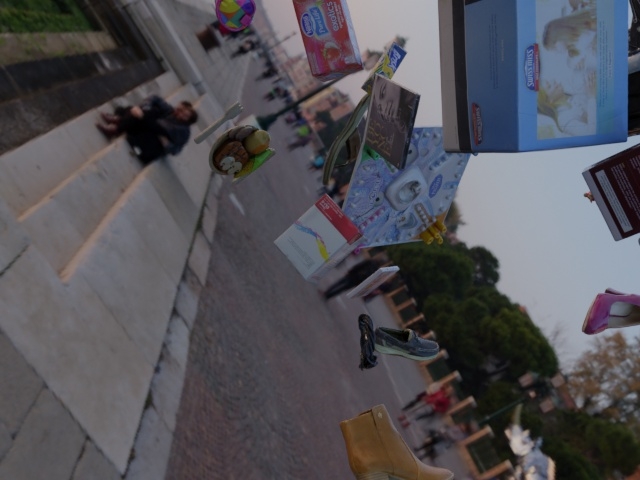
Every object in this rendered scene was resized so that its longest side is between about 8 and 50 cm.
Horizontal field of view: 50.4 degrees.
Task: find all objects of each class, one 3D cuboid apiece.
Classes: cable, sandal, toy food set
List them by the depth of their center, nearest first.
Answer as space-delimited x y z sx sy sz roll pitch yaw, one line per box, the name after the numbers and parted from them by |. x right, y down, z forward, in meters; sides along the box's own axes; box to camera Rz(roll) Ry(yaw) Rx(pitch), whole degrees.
-0.158 -0.175 1.340 0.038 0.132 0.192 51 0 30 | toy food set
0.120 0.278 1.859 0.184 0.047 0.151 96 -13 -77 | cable
0.091 -0.290 2.000 0.086 0.303 0.120 31 5 -5 | sandal

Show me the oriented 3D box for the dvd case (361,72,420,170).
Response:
0.151 -0.268 1.510 0.221 0.018 0.165 -127 -137 -60 | dvd case

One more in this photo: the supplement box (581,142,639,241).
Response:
0.558 -0.107 1.078 0.130 0.239 0.073 64 27 0 | supplement box

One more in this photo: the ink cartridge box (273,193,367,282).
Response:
0.000 0.000 1.649 0.127 0.176 0.128 48 4 13 | ink cartridge box

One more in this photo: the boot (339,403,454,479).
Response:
0.181 0.482 1.577 0.295 0.104 0.211 3 62 -42 | boot

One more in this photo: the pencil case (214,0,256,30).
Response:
-0.210 -0.592 1.681 0.104 0.104 0.236 58 12 -31 | pencil case

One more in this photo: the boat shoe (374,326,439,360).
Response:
0.252 0.296 1.983 0.080 0.223 0.074 -110 -146 -59 | boat shoe

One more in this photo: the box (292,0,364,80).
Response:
0.015 -0.551 1.744 0.128 0.122 0.257 -25 101 -76 | box

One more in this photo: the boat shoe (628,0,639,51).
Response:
0.741 -0.466 1.541 0.108 0.102 0.301 -31 94 -53 | boat shoe

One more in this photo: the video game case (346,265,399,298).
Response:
0.174 0.139 2.251 0.019 0.157 0.143 57 24 16 | video game case

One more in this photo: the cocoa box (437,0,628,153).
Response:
0.352 -0.327 1.145 0.228 0.231 0.348 -160 -116 -67 | cocoa box

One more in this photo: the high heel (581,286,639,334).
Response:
0.627 0.163 1.419 0.117 0.082 0.244 26 20 29 | high heel

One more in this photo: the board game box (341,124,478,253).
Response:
0.247 -0.135 1.893 0.050 0.389 0.390 52 -43 41 | board game box

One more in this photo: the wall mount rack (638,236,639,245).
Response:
1.027 0.014 1.774 0.131 0.304 0.350 55 17 -29 | wall mount rack

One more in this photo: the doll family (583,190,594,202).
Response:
0.852 -0.120 1.818 0.262 0.119 0.163 21 30 9 | doll family

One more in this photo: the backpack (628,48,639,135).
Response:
0.820 -0.400 1.800 0.290 0.355 0.274 34 43 -37 | backpack

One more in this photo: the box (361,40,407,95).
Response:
0.180 -0.480 1.910 0.054 0.169 0.059 36 -30 -10 | box
